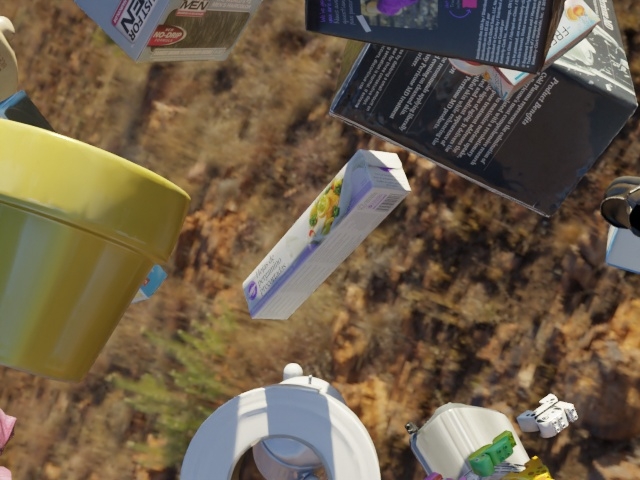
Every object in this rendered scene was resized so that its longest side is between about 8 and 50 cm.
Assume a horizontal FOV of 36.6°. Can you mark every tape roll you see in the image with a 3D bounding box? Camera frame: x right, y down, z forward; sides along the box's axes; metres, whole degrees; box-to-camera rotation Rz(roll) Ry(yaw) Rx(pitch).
[{"bbox_3d":[-0.054,0.346,1.387,0.100,0.286,0.286,61,-132,-83],"label":"tape roll"}]

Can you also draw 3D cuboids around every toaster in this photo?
[{"bbox_3d":[0.254,0.366,1.624,0.129,0.227,0.146,-50,47,22],"label":"toaster"}]

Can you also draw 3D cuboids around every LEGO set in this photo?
[{"bbox_3d":[0.220,0.269,1.083,0.227,0.087,0.093,-29,12,-23],"label":"LEGO set"}]

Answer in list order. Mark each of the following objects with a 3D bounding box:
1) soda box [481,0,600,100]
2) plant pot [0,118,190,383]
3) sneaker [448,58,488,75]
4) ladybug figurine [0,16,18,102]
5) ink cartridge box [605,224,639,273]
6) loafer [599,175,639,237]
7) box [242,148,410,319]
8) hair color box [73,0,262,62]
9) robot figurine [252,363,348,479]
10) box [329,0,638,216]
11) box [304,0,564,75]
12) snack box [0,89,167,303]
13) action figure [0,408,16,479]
[{"bbox_3d":[0.333,-0.292,1.469,0.183,0.058,0.063,-37,-8,-12],"label":"soda box"},{"bbox_3d":[-0.301,0.021,1.067,0.254,0.254,0.238,2,71,60],"label":"plant pot"},{"bbox_3d":[0.231,-0.332,1.254,0.128,0.087,0.221,133,148,-62],"label":"sneaker"},{"bbox_3d":[-0.662,-0.232,1.457,0.450,0.305,0.162,-23,39,1],"label":"ladybug figurine"},{"bbox_3d":[0.568,-0.014,1.633,0.203,0.148,0.085,-54,-23,-60],"label":"ink cartridge box"},{"bbox_3d":[0.450,-0.044,1.361,0.078,0.080,0.220,-55,4,-11],"label":"loafer"},{"bbox_3d":[0.000,0.000,1.309,0.324,0.067,0.063,-48,48,41],"label":"box"},{"bbox_3d":[-0.267,-0.381,1.210,0.374,0.185,0.113,44,118,15],"label":"hair color box"},{"bbox_3d":[-0.043,0.427,2.131,0.353,0.200,0.299,103,156,-57],"label":"robot figurine"},{"bbox_3d":[0.313,-0.365,1.890,0.297,0.472,0.479,-57,12,36],"label":"box"},{"bbox_3d":[0.135,-0.302,1.074,0.165,0.271,0.143,-58,-23,-48],"label":"box"},{"bbox_3d":[-0.378,-0.035,1.335,0.187,0.322,0.060,-17,28,36],"label":"snack box"},{"bbox_3d":[-0.598,0.347,1.577,0.370,0.248,0.275,-127,30,-65],"label":"action figure"}]
